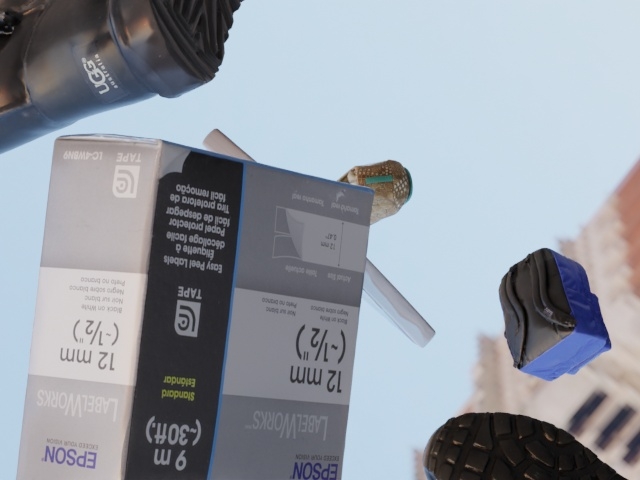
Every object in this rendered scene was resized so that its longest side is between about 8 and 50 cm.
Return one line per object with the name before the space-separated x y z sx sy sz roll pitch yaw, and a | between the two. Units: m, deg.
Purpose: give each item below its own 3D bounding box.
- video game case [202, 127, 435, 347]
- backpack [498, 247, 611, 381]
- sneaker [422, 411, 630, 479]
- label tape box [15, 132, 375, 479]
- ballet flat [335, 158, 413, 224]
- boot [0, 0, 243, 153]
video game case | 0.000 0.000 1.682 0.183 0.023 0.201 41 177 35
backpack | 0.243 0.077 2.049 0.101 0.098 0.120 23 -139 -44
sneaker | 0.196 0.231 1.447 0.283 0.124 0.107 25 -128 1
label tape box | -0.089 0.114 1.398 0.115 0.347 0.249 1 174 37
ballet flat | 0.012 -0.030 1.946 0.067 0.206 0.073 0 -113 -32
boot | -0.281 -0.174 1.690 0.146 0.445 0.367 60 -156 -21
